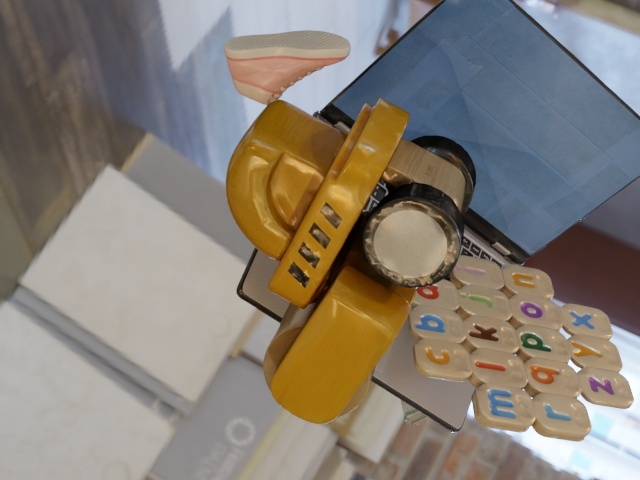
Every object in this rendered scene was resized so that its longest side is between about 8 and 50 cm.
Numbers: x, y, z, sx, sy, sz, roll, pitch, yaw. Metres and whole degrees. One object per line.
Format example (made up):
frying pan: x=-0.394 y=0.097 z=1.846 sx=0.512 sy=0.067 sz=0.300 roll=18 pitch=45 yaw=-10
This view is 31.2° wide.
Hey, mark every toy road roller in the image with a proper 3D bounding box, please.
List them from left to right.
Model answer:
toy road roller: x=0.000 y=0.000 z=1.201 sx=0.329 sy=0.241 sz=0.202 roll=-60 pitch=-179 yaw=27

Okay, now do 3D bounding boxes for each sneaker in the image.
sneaker: x=-0.033 y=-0.183 z=1.224 sx=0.051 sy=0.134 sz=0.070 roll=-83 pitch=169 yaw=-56

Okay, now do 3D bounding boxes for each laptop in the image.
laptop: x=0.174 y=-0.027 z=1.397 sx=0.236 sy=0.382 sz=0.407 roll=-11 pitch=-129 yaw=55

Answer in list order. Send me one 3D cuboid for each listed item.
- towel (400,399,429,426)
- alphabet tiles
towel: x=0.164 y=0.193 z=1.633 sx=0.023 sy=0.113 sz=0.152 roll=60 pitch=12 yaw=-28
alphabet tiles: x=0.240 y=0.127 z=1.413 sx=0.284 sy=0.278 sz=0.021 roll=-93 pitch=-162 yaw=-49
